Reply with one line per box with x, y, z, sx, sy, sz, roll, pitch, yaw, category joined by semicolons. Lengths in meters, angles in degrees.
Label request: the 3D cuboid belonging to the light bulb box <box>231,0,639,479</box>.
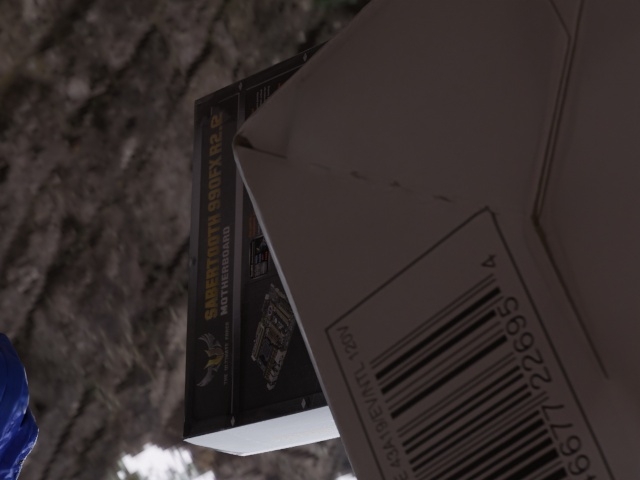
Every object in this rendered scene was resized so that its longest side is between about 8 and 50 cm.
0.212;0.061;0.612;0.225;0.361;0.357;-39;-120;34;light bulb box

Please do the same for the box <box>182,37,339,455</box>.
0.000;0.000;0.939;0.183;0.056;0.231;-20;-119;41;box

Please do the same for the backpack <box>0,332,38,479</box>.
-0.234;0.112;1.008;0.098;0.101;0.120;39;-72;50;backpack
